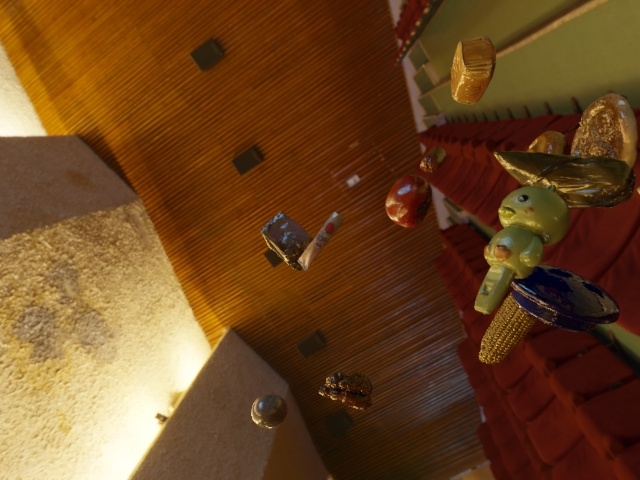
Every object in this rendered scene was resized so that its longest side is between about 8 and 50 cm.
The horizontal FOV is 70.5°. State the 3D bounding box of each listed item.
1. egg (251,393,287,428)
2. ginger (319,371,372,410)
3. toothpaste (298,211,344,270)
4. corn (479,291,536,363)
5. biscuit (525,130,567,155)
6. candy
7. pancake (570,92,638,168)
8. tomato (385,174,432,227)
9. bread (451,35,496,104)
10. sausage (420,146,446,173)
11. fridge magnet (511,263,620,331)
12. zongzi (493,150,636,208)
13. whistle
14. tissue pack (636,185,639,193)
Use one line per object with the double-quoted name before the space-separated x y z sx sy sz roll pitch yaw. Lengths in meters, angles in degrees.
"egg" -0.159 0.536 1.424 0.135 0.103 0.103 24 -145 -62
"ginger" 0.081 0.439 1.342 0.162 0.103 0.073 13 -168 0
"toothpaste" 0.000 0.000 1.380 0.043 0.194 0.067 33 -173 -36
"corn" 0.646 0.289 1.539 0.119 0.322 0.119 20 -161 -7
"biscuit" 0.813 -0.303 1.674 0.091 0.213 0.274 25 -159 5
"candy" -0.128 0.002 1.809 0.195 0.137 0.185 42 167 21
"pancake" 1.032 -0.352 1.668 0.382 0.071 0.382 2 -90 -88
"tomato" 0.314 -0.143 1.621 0.151 0.187 0.187 32 180 27
"bread" 0.548 -0.610 1.643 0.288 0.119 0.153 48 -140 -78
"sausage" 0.400 -0.283 1.600 0.076 0.076 0.197 56 -150 -6
"fridge magnet" 0.589 0.134 1.119 0.265 0.113 0.265 12 -160 -4
"zongzi" 0.616 -0.176 1.141 0.274 0.125 0.250 29 166 -26
"whistle" 0.382 0.001 0.900 0.141 0.294 0.141 42 169 10
"tissue pack" 1.156 -0.173 1.421 0.229 0.145 0.159 71 178 -68
